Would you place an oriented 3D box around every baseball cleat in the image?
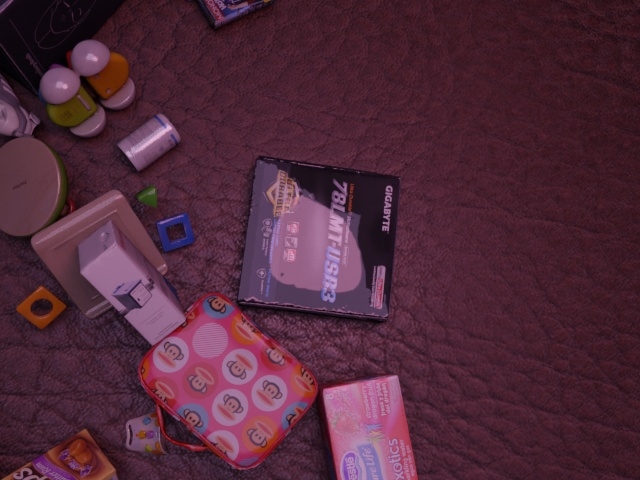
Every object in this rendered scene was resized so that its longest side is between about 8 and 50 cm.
[{"bbox_3d":[-0.606,-0.260,1.347,0.072,0.109,0.205,-40,58,15],"label":"baseball cleat"}]

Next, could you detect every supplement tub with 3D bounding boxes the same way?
[{"bbox_3d":[-0.333,-0.191,1.364,0.107,0.071,0.071,-38,86,-12],"label":"supplement tub"}]

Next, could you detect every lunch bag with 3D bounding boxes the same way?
[{"bbox_3d":[-0.178,0.269,1.274,0.293,0.120,0.258,43,77,3],"label":"lunch bag"}]

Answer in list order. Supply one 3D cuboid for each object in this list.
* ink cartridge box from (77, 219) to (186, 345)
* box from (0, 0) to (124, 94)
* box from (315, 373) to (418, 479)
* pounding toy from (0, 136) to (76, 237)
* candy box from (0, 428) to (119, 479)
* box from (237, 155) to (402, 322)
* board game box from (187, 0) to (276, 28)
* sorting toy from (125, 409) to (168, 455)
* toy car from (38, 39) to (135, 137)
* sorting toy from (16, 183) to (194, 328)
[{"bbox_3d":[-0.335,0.073,1.241,0.082,0.139,0.190,-40,118,-3],"label":"ink cartridge box"},{"bbox_3d":[-0.510,-0.520,1.287,0.212,0.293,0.395,37,77,1],"label":"box"},{"bbox_3d":[0.087,0.402,1.269,0.142,0.154,0.299,-9,82,-9],"label":"box"},{"bbox_3d":[-0.544,-0.097,1.320,0.237,0.110,0.182,7,90,24],"label":"pounding toy"},{"bbox_3d":[-0.456,0.421,1.197,0.187,0.053,0.109,-31,52,-30],"label":"candy box"},{"bbox_3d":[0.000,0.000,1.372,0.294,0.073,0.295,8,80,-5],"label":"box"},{"bbox_3d":[-0.220,-0.532,1.443,0.194,0.060,0.194,-27,85,-10],"label":"board game box"},{"bbox_3d":[-0.323,0.357,1.289,0.075,0.045,0.083,-7,80,11],"label":"sorting toy"},{"bbox_3d":[-0.459,-0.301,1.335,0.136,0.159,0.182,37,77,26],"label":"toy car"},{"bbox_3d":[-0.409,0.025,1.302,0.348,0.047,0.196,-33,121,-13],"label":"sorting toy"}]
